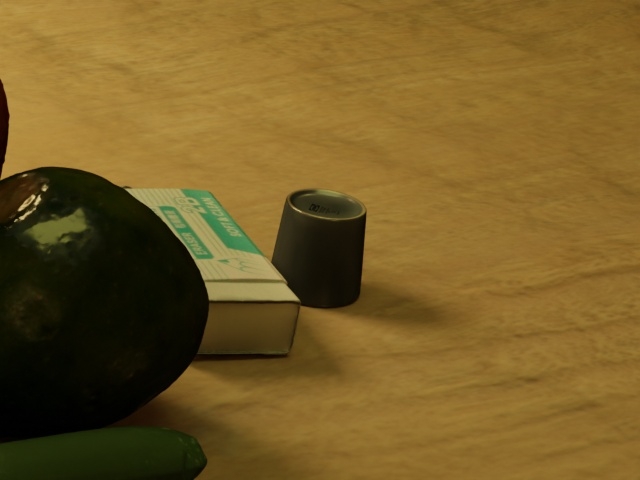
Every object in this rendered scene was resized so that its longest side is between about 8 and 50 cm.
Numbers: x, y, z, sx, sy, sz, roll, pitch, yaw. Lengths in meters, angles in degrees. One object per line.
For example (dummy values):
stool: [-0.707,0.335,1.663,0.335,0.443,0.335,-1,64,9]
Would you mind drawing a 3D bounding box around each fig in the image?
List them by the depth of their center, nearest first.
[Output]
fig: [-0.202,0.060,1.297,0.245,0.195,0.195,-36,39,-15]

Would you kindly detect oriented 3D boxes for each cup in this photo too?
cup: [0.000,0.000,1.602,0.078,0.077,0.100,8,22,-2]

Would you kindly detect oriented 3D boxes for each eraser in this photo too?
eraser: [-0.100,0.021,1.546,0.095,0.052,0.225,1,23,-24]

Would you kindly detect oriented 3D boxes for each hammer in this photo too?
hammer: [-0.208,0.152,1.137,0.335,0.119,0.206,-3,25,-42]

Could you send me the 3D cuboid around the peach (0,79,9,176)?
peach: [-0.399,-0.089,1.335,0.372,0.290,0.372,9,-2,0]
